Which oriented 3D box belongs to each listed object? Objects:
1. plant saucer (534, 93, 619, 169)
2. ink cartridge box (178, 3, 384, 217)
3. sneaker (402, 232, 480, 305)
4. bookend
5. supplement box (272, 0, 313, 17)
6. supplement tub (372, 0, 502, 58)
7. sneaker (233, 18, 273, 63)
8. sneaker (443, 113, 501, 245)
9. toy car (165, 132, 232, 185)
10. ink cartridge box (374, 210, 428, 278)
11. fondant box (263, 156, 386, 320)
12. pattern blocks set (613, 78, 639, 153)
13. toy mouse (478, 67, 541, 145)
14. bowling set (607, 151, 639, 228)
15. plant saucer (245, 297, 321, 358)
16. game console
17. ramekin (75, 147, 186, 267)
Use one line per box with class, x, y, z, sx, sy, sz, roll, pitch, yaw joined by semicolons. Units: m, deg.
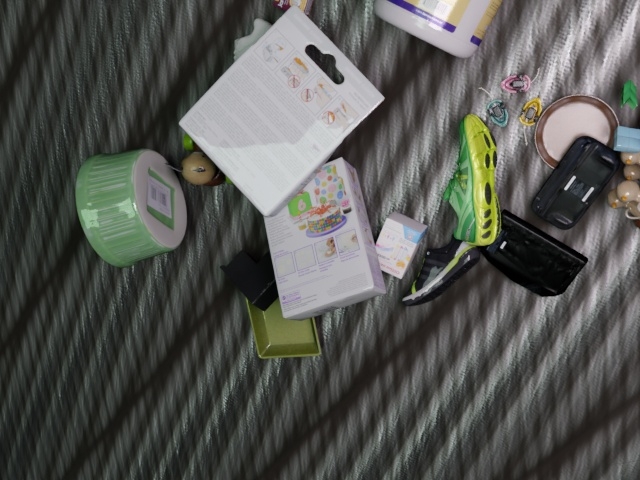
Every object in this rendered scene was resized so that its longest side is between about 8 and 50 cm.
plant saucer;0.550;-0.228;1.330;0.168;0.029;0.169;5;104;19
ink cartridge box;-0.090;-0.293;1.434;0.385;0.091;0.308;-44;85;8
sneaker;0.280;0.066;1.489;0.234;0.084;0.097;-43;63;23
bookend;-0.154;0.073;1.626;0.156;0.072;0.157;-47;58;-1
supplement box;-0.063;-0.567;1.459;0.083;0.043;0.055;23;111;14
supplement tub;0.275;-0.562;1.231;0.241;0.241;0.332;31;111;10
sneaker;-0.177;-0.437;1.520;0.115;0.090;0.232;42;105;14
sneaker;0.327;-0.135;1.384;0.123;0.109;0.296;-2;90;43
toy car;-0.304;-0.201;1.558;0.154;0.188;0.149;8;106;18
ink cartridge box;0.184;0.018;1.491;0.092;0.090;0.143;25;110;12
fondant box;0.000;0.000;1.478;0.238;0.096;0.331;-20;71;22
pattern blocks set;0.730;-0.212;1.180;0.324;0.026;0.286;21;68;10
toy mouse;0.416;-0.309;1.357;0.143;0.031;0.161;22;109;13
bowling set;0.649;-0.102;1.252;0.154;0.287;0.200;34;146;16
plant saucer;-0.094;0.219;1.665;0.188;0.045;0.188;-7;101;22
game console;0.523;-0.049;1.358;0.213;0.044;0.361;33;119;9
ramekin;-0.472;-0.091;1.594;0.148;0.303;0.304;-12;99;15
